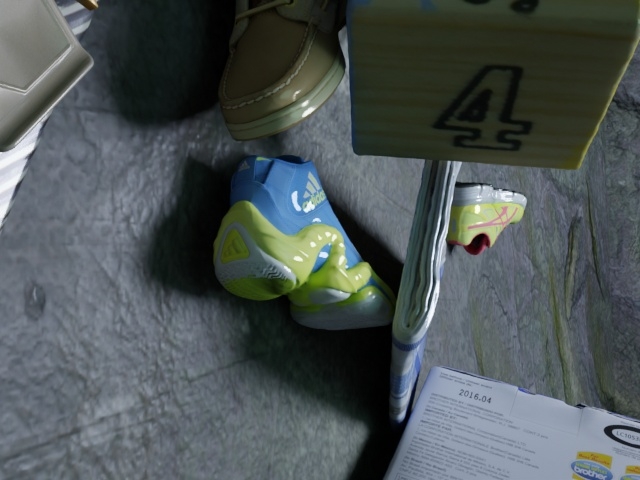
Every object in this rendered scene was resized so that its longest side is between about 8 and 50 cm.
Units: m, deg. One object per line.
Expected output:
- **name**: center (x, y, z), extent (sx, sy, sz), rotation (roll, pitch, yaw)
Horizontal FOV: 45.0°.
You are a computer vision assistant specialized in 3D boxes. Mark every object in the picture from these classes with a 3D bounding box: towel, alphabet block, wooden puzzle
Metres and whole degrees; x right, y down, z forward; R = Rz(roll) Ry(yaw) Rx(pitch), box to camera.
- **towel**: center (0.101, 0.058, 0.767), extent (0.285, 0.034, 0.209), rotation (83, 20, -60)
- **alphabet block**: center (0.128, -0.186, 0.623), extent (0.193, 0.197, 0.193), rotation (80, 15, -66)
- **wooden puzzle**: center (-0.124, -0.080, 0.290), extent (0.116, 0.014, 0.079), rotation (-58, 133, -46)

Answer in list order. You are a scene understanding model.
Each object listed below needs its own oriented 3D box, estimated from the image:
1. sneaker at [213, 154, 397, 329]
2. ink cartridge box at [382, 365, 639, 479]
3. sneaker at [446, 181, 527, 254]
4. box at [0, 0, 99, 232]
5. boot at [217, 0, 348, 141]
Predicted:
- **sneaker**: center (0.000, 0.000, 0.644), extent (0.240, 0.091, 0.126), rotation (34, 52, -60)
- **ink cartridge box**: center (0.197, 0.292, 0.765), extent (0.395, 0.269, 0.151), rotation (-55, 151, -46)
- **sneaker**: center (0.215, -0.027, 1.046), extent (0.208, 0.081, 0.094), rotation (3, 92, -54)
- **box**: center (-0.169, -0.112, 0.336), extent (0.094, 0.113, 0.275), rotation (46, 51, -51)
- **boot**: center (-0.048, -0.217, 0.562), extent (0.262, 0.095, 0.204), rotation (-73, 147, -42)
